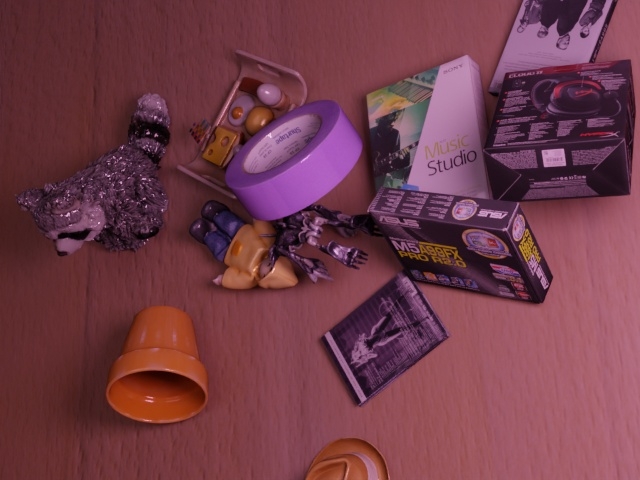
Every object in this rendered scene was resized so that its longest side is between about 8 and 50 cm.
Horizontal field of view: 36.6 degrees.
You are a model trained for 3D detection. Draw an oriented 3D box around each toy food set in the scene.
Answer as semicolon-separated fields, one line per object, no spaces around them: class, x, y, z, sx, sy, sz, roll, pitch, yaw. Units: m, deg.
toy food set;-0.182;-0.259;2.145;0.220;0.092;0.306;27;89;38

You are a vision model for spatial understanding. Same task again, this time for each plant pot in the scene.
plant pot;-0.333;0.247;2.012;0.205;0.205;0.188;-27;43;25

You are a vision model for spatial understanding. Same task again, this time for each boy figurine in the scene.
boy figurine;-0.159;0.030;2.024;0.285;0.092;0.177;38;93;40

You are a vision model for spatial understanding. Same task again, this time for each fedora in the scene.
fedora;0.030;0.443;1.742;0.194;0.079;0.194;-13;65;30

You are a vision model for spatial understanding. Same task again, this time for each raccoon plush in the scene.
raccoon plush;-0.525;-0.170;2.221;0.216;0.299;0.446;-15;64;30

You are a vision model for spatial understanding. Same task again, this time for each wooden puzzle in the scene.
wooden puzzle;-0.267;-0.245;2.170;0.049;0.006;0.083;-52;41;13

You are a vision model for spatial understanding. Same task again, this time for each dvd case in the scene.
dvd case;0.431;-0.367;1.796;0.179;0.029;0.238;18;85;38
dvd case;0.118;0.181;1.817;0.221;0.018;0.164;-41;56;15

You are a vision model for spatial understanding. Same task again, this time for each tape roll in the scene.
tape roll;-0.055;-0.163;1.941;0.275;0.090;0.275;-28;28;17

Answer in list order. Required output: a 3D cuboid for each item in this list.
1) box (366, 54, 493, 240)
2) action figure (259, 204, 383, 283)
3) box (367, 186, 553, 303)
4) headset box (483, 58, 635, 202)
box;0.211;-0.174;1.861;0.232;0.058;0.322;-18;63;29
action figure;0.000;0.000;1.878;0.276;0.141;0.164;9;69;53
box;0.241;0.007;1.667;0.270;0.216;0.060;10;60;36
headset box;0.405;-0.192;1.607;0.218;0.110;0.293;-3;36;21
